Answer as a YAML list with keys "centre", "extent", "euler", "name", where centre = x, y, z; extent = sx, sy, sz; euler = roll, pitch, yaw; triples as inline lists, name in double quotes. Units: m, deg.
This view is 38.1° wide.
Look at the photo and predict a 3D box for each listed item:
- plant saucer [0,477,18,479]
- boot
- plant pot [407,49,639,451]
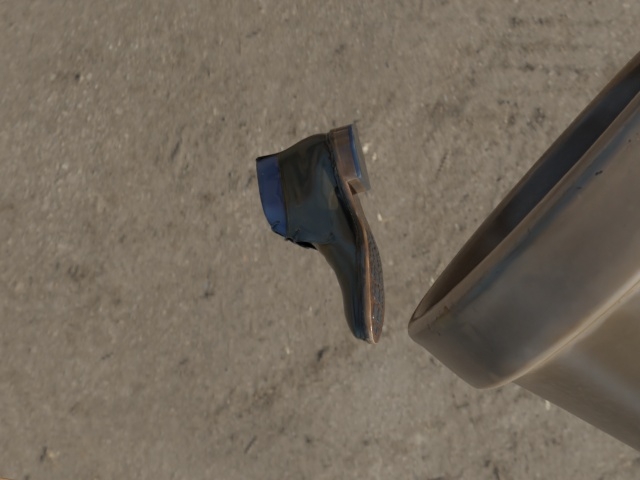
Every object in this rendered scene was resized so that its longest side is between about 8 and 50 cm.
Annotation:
- centre: [-0.261, 0.212, 0.648]
  extent: [0.200, 0.037, 0.200]
  euler: [-4, 147, -2]
  name: "plant saucer"
- centre: [0.000, 0.000, 0.900]
  extent: [0.106, 0.219, 0.082]
  euler: [-11, 160, 11]
  name: "boot"
- centre: [0.214, 0.030, 0.521]
  extent: [0.229, 0.263, 0.263]
  euler: [42, 111, 3]
  name: "plant pot"
